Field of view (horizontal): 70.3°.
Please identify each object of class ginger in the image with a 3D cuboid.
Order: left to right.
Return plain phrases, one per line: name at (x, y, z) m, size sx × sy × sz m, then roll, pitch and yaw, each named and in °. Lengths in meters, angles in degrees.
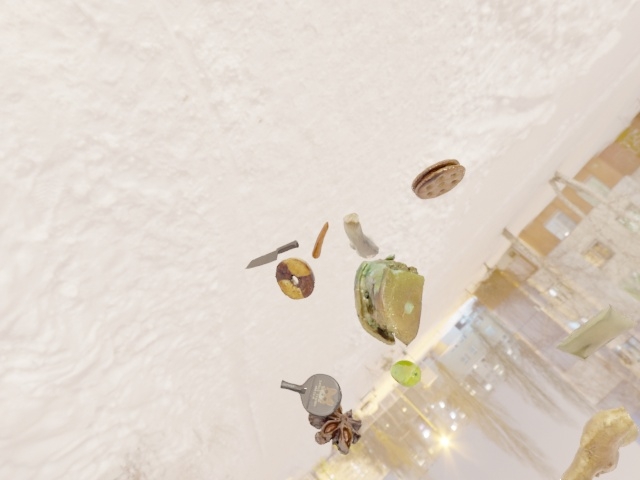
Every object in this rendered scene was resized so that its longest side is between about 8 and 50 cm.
ginger at (0.830, 0.655, 1.382) m, size 0.363 × 0.122 × 0.348 m, roll -46°, pitch 127°, yaw 0°

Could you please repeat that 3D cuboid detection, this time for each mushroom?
mushroom at (0.152, -0.008, 1.736) m, size 0.096 × 0.099 × 0.278 m, roll -59°, pitch 144°, yaw -14°

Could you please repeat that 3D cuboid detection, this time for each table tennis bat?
table tennis bat at (-0.035, 0.554, 1.659) m, size 0.027 × 0.236 × 0.150 m, roll 54°, pitch 48°, yaw -66°

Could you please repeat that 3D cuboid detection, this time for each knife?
knife at (-0.179, 0.060, 1.645) m, size 0.230 × 0.060 × 0.028 m, roll -22°, pitch 128°, yaw 19°

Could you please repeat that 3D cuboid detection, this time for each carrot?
carrot at (0.000, 0.000, 1.826) m, size 0.037 × 0.037 × 0.190 m, roll -27°, pitch 147°, yaw -42°

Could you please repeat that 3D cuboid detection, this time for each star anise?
star anise at (0.049, 0.683, 1.658) m, size 0.220 × 0.214 × 0.099 m, roll -26°, pitch 127°, yaw -61°

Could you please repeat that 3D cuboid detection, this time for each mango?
mango at (0.237, 0.371, 1.274) m, size 0.108 × 0.056 × 0.074 m, roll -2°, pitch -125°, yaw 56°

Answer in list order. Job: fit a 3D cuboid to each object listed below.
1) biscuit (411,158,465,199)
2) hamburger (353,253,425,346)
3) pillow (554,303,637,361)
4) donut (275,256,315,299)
biscuit at (0.468, -0.241, 1.813) m, size 0.220 × 0.066 × 0.220 m, roll -21°, pitch 157°, yaw -9°
hamburger at (0.200, 0.173, 1.414) m, size 0.167 × 0.192 × 0.288 m, roll -29°, pitch -134°, yaw 60°
pillow at (0.801, 0.278, 1.330) m, size 0.208 × 0.119 × 0.053 m, roll -55°, pitch -160°, yaw 30°
donut at (-0.098, 0.148, 1.859) m, size 0.166 × 0.184 × 0.073 m, roll -27°, pitch -171°, yaw 24°
